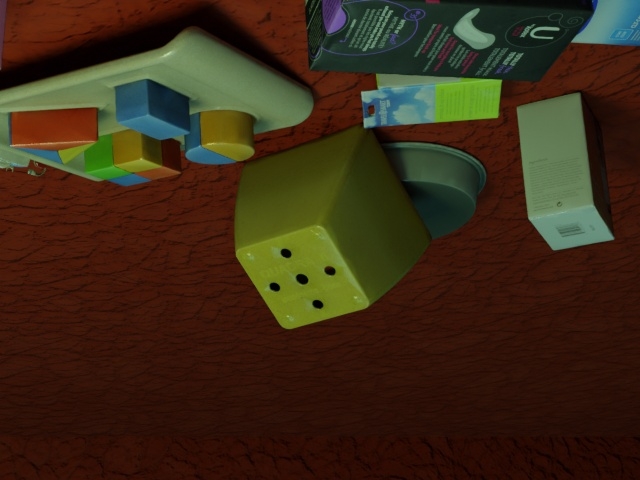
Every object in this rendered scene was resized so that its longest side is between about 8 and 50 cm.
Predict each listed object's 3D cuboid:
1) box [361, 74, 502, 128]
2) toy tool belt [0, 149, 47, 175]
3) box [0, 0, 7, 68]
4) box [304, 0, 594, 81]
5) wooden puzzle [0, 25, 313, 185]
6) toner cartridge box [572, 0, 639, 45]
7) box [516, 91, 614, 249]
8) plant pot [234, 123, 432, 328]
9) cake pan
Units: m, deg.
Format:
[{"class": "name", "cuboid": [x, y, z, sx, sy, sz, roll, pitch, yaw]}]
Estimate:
[{"class": "box", "cuboid": [0.142, -0.191, 1.894, 0.178, 0.042, 0.109, -5, 157, 2]}, {"class": "toy tool belt", "cuboid": [-0.412, -0.117, 1.990, 0.083, 0.052, 0.051, 13, -176, -29]}, {"class": "box", "cuboid": [-0.466, -0.225, 1.543, 0.213, 0.117, 0.243, 8, 170, -28]}, {"class": "box", "cuboid": [0.129, -0.271, 1.565, 0.270, 0.143, 0.165, 2, 159, -14]}, {"class": "wooden puzzle", "cuboid": [-0.222, -0.143, 1.849, 0.347, 0.080, 0.322, -16, 163, 25]}, {"class": "toner cartridge box", "cuboid": [0.356, -0.326, 1.560, 0.165, 0.075, 0.348, 2, 157, -11]}, {"class": "box", "cuboid": [0.333, -0.092, 1.997, 0.091, 0.170, 0.130, -11, 157, 21]}, {"class": "plant pot", "cuboid": [0.000, 0.000, 2.029, 0.212, 0.187, 0.212, -17, 119, 29]}, {"class": "cake pan", "cuboid": [0.104, -0.060, 2.193, 0.293, 0.054, 0.293, -4, 158, -2]}]
